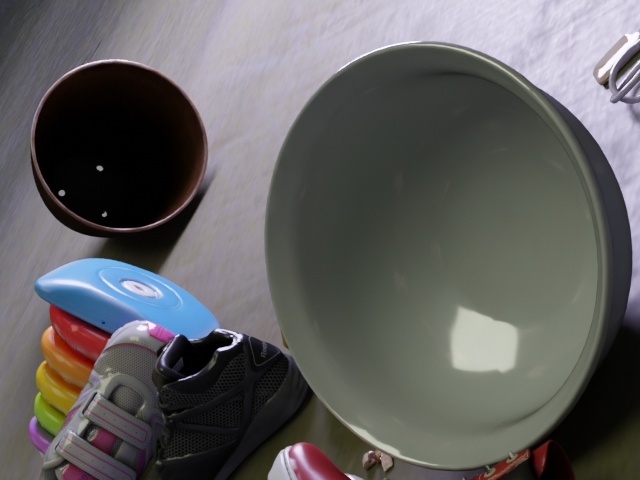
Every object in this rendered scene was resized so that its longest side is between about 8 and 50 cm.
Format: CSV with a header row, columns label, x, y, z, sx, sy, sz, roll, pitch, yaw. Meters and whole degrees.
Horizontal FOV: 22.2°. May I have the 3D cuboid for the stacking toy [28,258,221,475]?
label,x,y,z,sx,sy,sz,roll,pitch,yaw
stacking toy,-0.239,0.181,1.678,0.302,0.175,0.166,-67,-9,13

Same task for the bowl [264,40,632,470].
label,x,y,z,sx,sy,sz,roll,pitch,yaw
bowl,0.111,0.006,1.162,0.298,0.134,0.298,8,102,40

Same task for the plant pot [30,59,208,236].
label,x,y,z,sx,sy,sz,roll,pitch,yaw
plant pot,-0.273,-0.090,2.057,0.215,0.215,0.230,-62,9,-19

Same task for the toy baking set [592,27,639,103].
label,x,y,z,sx,sy,sz,roll,pitch,yaw
toy baking set,0.306,-0.188,1.265,0.197,0.030,0.256,-58,23,-9

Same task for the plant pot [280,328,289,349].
label,x,y,z,sx,sy,sz,roll,pitch,yaw
plant pot,0.005,0.061,1.438,0.083,0.081,0.081,-56,21,21

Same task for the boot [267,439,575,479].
label,x,y,z,sx,sy,sz,roll,pitch,yaw
boot,0.075,0.175,1.094,0.176,0.088,0.244,-51,42,5

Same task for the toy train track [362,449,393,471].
label,x,y,z,sx,sy,sz,roll,pitch,yaw
toy train track,0.060,0.151,1.285,0.083,0.014,0.048,-44,25,21

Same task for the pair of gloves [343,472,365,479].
label,x,y,z,sx,sy,sz,roll,pitch,yaw
pair of gloves,-0.029,0.285,1.231,0.240,0.042,0.204,-55,23,-5

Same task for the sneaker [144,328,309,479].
label,x,y,z,sx,sy,sz,roll,pitch,yaw
sneaker,-0.127,0.166,1.477,0.227,0.130,0.087,-48,22,21

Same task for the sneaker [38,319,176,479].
label,x,y,z,sx,sy,sz,roll,pitch,yaw
sneaker,-0.198,0.192,1.543,0.252,0.103,0.111,-65,-3,26
